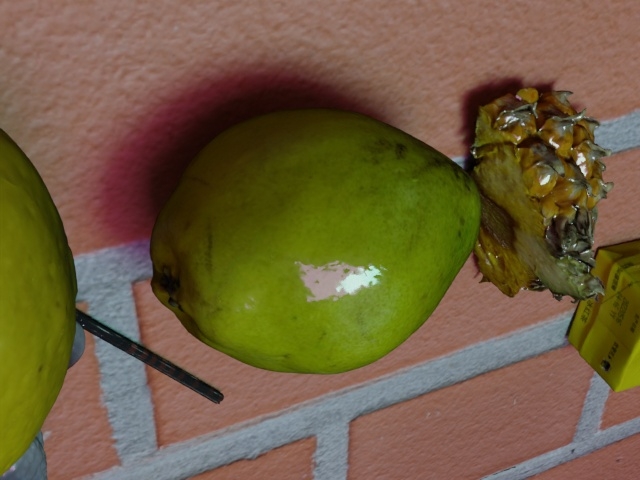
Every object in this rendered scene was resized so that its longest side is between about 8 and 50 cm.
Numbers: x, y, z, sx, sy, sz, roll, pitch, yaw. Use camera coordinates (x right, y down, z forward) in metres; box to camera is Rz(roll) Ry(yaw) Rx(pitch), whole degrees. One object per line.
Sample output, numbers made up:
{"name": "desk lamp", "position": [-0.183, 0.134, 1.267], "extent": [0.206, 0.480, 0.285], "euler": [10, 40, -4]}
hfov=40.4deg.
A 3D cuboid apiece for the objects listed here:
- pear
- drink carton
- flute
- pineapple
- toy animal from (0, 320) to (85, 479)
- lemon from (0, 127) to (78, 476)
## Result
{"name": "pear", "position": [0.000, 0.000, 0.685], "extent": [0.269, 0.212, 0.212], "euler": [-16, 132, -25]}
{"name": "drink carton", "position": [0.497, 0.065, 1.096], "extent": [0.351, 0.111, 0.154], "euler": [-10, 129, -22]}
{"name": "flute", "position": [-0.173, 0.101, 0.802], "extent": [0.014, 0.014, 0.269], "euler": [-42, 135, 7]}
{"name": "pineapple", "position": [0.241, -0.033, 0.834], "extent": [0.140, 0.164, 0.249], "euler": [-29, 132, -17]}
{"name": "toy animal", "position": [-0.285, 0.176, 0.744], "extent": [0.324, 0.090, 0.195], "euler": [-42, 135, 10]}
{"name": "lemon", "position": [-0.275, 0.041, 0.528], "extent": [0.261, 0.260, 0.284], "euler": [-1, 148, -29]}
